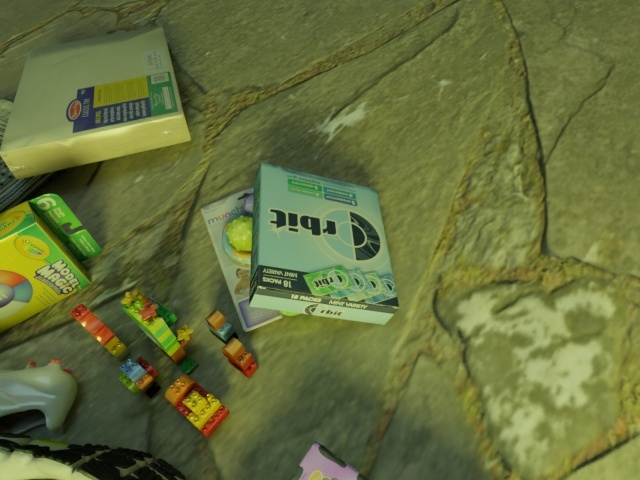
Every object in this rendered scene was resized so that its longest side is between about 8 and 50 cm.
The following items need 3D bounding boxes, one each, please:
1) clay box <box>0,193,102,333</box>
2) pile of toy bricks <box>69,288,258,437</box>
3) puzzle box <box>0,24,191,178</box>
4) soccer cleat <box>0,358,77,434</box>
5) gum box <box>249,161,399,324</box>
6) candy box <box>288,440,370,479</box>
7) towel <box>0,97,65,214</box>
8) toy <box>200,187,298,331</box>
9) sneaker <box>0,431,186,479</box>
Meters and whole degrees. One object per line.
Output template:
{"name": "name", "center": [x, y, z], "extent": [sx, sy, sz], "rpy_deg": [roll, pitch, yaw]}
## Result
{"name": "clay box", "center": [-0.391, 0.045, 0.585], "extent": [0.222, 0.127, 0.053], "rpy_deg": [-31, 52, -14]}
{"name": "pile of toy bricks", "center": [-0.171, 0.099, 0.511], "extent": [0.212, 0.105, 0.118], "rpy_deg": [27, 60, 29]}
{"name": "puzzle box", "center": [-0.397, -0.271, 0.868], "extent": [0.272, 0.052, 0.409], "rpy_deg": [-15, 45, -10]}
{"name": "soccer cleat", "center": [-0.362, 0.175, 0.513], "extent": [0.196, 0.068, 0.076], "rpy_deg": [-6, 53, 2]}
{"name": "gum box", "center": [0.000, 0.000, 0.559], "extent": [0.157, 0.041, 0.184], "rpy_deg": [11, 47, -18]}
{"name": "candy box", "center": [0.031, 0.278, 0.344], "extent": [0.196, 0.070, 0.165], "rpy_deg": [25, 59, 29]}
{"name": "towel", "center": [-0.589, -0.136, 0.824], "extent": [0.324, 0.056, 0.312], "rpy_deg": [20, 57, 26]}
{"name": "toy", "center": [-0.070, -0.009, 0.614], "extent": [0.137, 0.056, 0.237], "rpy_deg": [-22, 50, -10]}
{"name": "sneaker", "center": [-0.238, 0.245, 0.425], "extent": [0.279, 0.107, 0.118], "rpy_deg": [4, 74, 12]}
